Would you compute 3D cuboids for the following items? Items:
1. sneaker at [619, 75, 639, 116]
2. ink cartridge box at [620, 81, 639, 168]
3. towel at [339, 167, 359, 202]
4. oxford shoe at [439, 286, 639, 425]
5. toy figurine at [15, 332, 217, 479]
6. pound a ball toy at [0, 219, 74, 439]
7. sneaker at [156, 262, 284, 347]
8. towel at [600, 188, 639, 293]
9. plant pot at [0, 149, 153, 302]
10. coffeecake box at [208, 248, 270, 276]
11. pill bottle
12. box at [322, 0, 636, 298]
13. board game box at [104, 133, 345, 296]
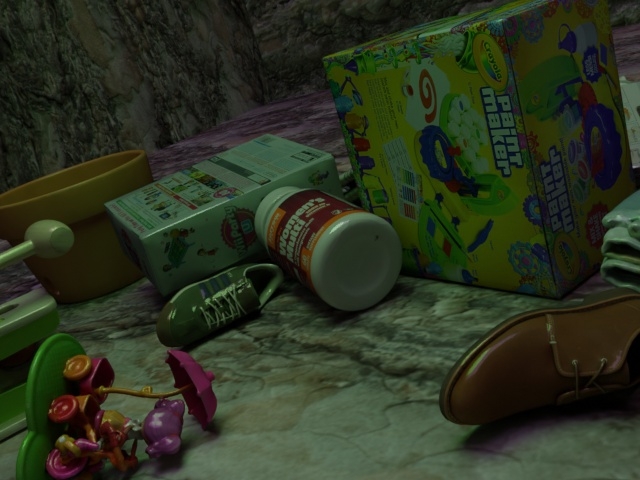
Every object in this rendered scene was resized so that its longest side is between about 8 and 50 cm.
[{"bbox_3d":[0.437,-0.184,1.107,0.292,0.118,0.110,-21,19,-6],"label":"sneaker"},{"bbox_3d":[0.373,-0.136,1.005,0.225,0.056,0.181,-9,47,12],"label":"ink cartridge box"},{"bbox_3d":[0.183,-0.164,1.217,0.312,0.056,0.324,-27,-2,-29],"label":"towel"},{"bbox_3d":[0.194,0.096,0.556,0.212,0.076,0.076,-20,23,-13],"label":"oxford shoe"},{"bbox_3d":[-0.179,0.164,0.670,0.159,0.130,0.173,-5,41,7],"label":"toy figurine"},{"bbox_3d":[-0.419,0.125,0.821,0.319,0.208,0.136,-28,21,-29],"label":"pound a ball toy"},{"bbox_3d":[-0.121,0.075,0.923,0.086,0.064,0.192,-11,15,36],"label":"sneaker"},{"bbox_3d":[0.476,-0.027,0.631,0.374,0.090,0.320,-27,23,-35],"label":"towel"},{"bbox_3d":[-0.418,-0.021,1.272,0.291,0.203,0.291,-16,17,5],"label":"plant pot"},{"bbox_3d":[-0.110,-0.017,1.192,0.185,0.068,0.142,-18,18,-4],"label":"coffeecake box"},{"bbox_3d":[0.000,0.000,0.913,0.121,0.121,0.221,-24,25,-20],"label":"pill bottle"},{"bbox_3d":[0.186,-0.113,0.834,0.177,0.290,0.279,-28,21,-32],"label":"box"},{"bbox_3d":[-0.149,-0.052,1.079,0.303,0.097,0.224,-25,26,-21],"label":"board game box"}]
